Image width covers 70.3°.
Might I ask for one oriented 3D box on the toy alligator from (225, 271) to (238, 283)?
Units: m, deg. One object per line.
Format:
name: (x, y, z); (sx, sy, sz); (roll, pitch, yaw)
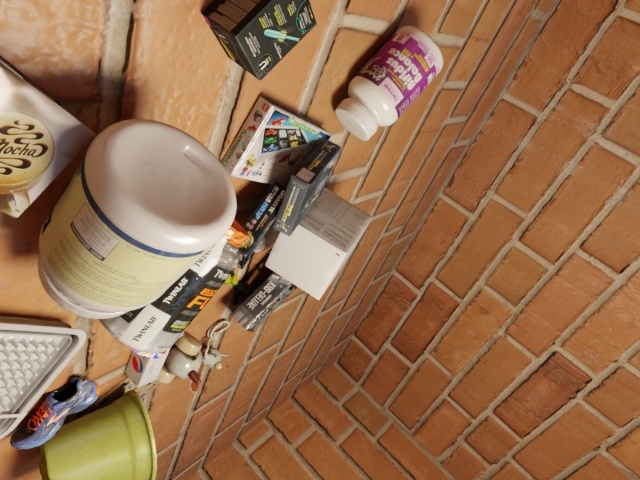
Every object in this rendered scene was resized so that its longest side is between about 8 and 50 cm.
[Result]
toy alligator: (-0.303, 0.103, 1.366); (0.190, 0.056, 0.051); (23, 64, -66)

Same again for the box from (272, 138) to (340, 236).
box: (-0.035, -0.145, 1.219); (0.232, 0.059, 0.183); (-56, 174, -49)

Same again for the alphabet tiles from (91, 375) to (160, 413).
alphabet tiles: (-0.613, 0.490, 1.451); (0.237, 0.009, 0.198); (-40, 156, -23)

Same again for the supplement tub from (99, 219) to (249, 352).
supplement tub: (-0.331, 0.070, 1.040); (0.338, 0.207, 0.207); (-51, 158, 3)

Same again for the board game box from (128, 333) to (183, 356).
board game box: (-0.437, 0.230, 1.216); (0.169, 0.133, 0.033); (-34, -163, -33)

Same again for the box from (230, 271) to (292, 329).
box: (-0.191, 0.211, 1.612); (0.242, 0.076, 0.307); (-45, 174, -13)

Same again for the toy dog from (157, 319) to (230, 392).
toy dog: (-0.399, 0.413, 1.517); (0.220, 0.161, 0.334); (-56, 159, 18)

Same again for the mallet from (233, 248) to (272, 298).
mallet: (-0.223, 0.103, 1.545); (0.189, 0.062, 0.039); (-61, 162, -13)

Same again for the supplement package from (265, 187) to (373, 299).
supplement package: (0.000, 0.000, 1.400); (0.199, 0.198, 0.262); (-62, 173, 34)

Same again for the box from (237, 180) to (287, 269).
box: (-0.170, -0.038, 1.238); (0.220, 0.051, 0.175); (-59, -177, -20)

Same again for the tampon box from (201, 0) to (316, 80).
tampon box: (-0.109, -0.406, 0.833); (0.161, 0.101, 0.120); (-47, 158, -5)

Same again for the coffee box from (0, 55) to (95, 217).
coffee box: (-0.451, -0.169, 0.538); (0.168, 0.119, 0.297); (-49, 159, -6)

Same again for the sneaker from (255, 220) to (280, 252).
sneaker: (-0.127, -0.055, 1.403); (0.235, 0.090, 0.095); (-49, 168, 2)

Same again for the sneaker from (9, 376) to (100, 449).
sneaker: (-0.678, 0.425, 1.149); (0.221, 0.083, 0.087); (-43, 145, -30)

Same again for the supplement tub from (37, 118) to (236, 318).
supplement tub: (-0.323, -0.020, 0.776); (0.325, 0.235, 0.235); (-37, 168, 35)

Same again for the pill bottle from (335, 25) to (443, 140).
pill bottle: (0.185, -0.430, 1.268); (0.301, 0.169, 0.169); (-49, 158, -4)

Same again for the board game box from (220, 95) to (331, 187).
board game box: (-0.104, -0.238, 1.182); (0.193, 0.053, 0.305); (-55, 158, 16)

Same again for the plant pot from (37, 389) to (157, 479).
plant pot: (-0.632, 0.594, 1.272); (0.254, 0.276, 0.276); (-8, 135, -39)

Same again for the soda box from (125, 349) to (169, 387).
soda box: (-0.493, 0.322, 1.319); (0.069, 0.074, 0.216); (-14, 138, -56)

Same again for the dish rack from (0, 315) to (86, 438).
dish rack: (-0.674, 0.279, 0.905); (0.332, 0.072, 0.285); (-49, 157, 0)
